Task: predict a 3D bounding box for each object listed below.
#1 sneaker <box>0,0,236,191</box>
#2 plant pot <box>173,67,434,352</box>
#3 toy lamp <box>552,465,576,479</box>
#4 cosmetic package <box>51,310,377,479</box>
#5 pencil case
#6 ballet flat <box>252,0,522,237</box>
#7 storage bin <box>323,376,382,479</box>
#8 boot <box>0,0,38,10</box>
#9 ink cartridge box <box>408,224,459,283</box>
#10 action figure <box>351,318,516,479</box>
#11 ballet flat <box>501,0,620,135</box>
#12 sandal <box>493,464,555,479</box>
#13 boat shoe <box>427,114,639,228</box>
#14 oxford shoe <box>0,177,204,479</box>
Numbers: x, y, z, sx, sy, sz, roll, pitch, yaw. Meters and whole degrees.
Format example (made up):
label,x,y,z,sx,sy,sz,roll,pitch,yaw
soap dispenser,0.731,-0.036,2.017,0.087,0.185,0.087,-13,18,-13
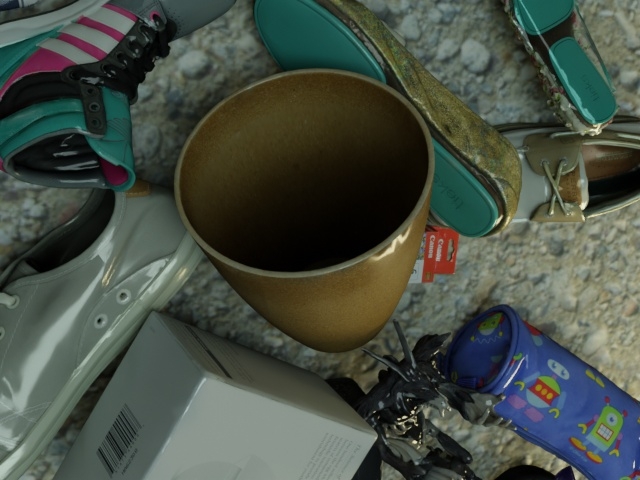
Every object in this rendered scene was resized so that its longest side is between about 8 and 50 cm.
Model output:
label,x,y,z,sx,sy,sz,roll,pitch,yaw
sneaker,-0.185,-0.140,0.975,0.296,0.124,0.178,-25,70,-4
plant pot,0.000,0.000,1.071,0.237,0.237,0.254,-27,147,-9
toy lamp,0.172,0.330,1.283,0.275,0.080,0.080,-16,114,10
cosmetic package,-0.107,0.221,1.044,0.225,0.138,0.224,27,97,-37
pencil case,0.283,0.198,1.293,0.306,0.119,0.133,34,74,-25
ballet flat,0.077,-0.149,1.105,0.348,0.123,0.123,44,90,-6
storage bin,-0.027,0.235,1.220,0.180,0.084,0.122,-5,109,-18
boot,-0.317,-0.291,0.952,0.086,0.069,0.189,-19,114,-15
ink cartridge box,0.109,0.016,1.223,0.115,0.029,0.062,-1,107,-18
action figure,0.126,0.210,1.159,0.164,0.141,0.275,-45,137,-28
ballet flat,0.243,-0.222,1.159,0.091,0.077,0.240,-25,99,-14
sandal,0.385,0.445,1.434,0.446,0.107,0.167,43,90,-13
boat shoe,0.263,-0.076,1.204,0.302,0.103,0.113,-17,112,-13
oxford shoe,-0.291,0.109,1.045,0.130,0.169,0.449,42,84,-28
